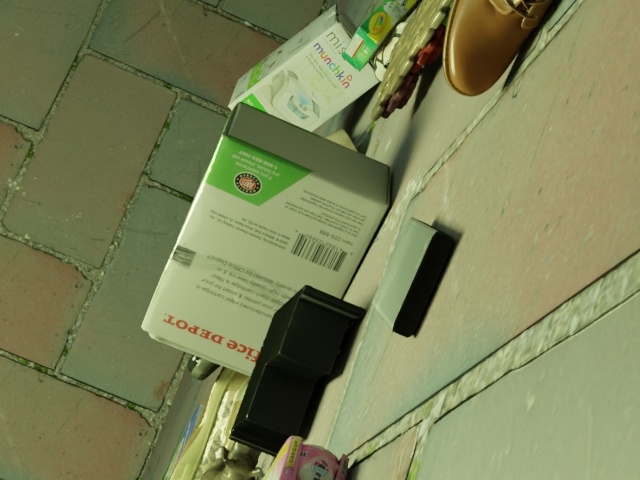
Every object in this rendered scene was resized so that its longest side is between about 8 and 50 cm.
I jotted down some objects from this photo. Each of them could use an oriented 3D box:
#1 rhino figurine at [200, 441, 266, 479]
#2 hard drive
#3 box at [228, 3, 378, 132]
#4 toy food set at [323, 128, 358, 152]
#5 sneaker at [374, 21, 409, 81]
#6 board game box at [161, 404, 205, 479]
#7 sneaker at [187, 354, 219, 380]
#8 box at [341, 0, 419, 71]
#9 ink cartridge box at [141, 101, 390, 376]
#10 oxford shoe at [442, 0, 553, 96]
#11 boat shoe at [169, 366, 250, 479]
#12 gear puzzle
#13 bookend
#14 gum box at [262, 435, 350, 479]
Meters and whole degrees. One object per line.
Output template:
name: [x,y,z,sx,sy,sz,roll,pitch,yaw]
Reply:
rhino figurine: [-0.116,0.305,1.523,0.243,0.073,0.106,-61,5,31]
hard drive: [0.081,0.031,1.131,0.135,0.022,0.094,-132,65,-82]
box: [-0.026,-0.276,2.143,0.231,0.127,0.262,-36,13,9]
toy food set: [-0.057,-0.081,1.973,0.219,0.092,0.306,-26,3,-5]
sneaker: [0.105,-0.270,1.849,0.109,0.040,0.044,119,168,-46]
board game box: [-0.242,0.469,1.958,0.319,0.065,0.318,-81,16,-64]
sneaker: [-0.142,0.077,1.707,0.227,0.130,0.087,-59,1,-28]
box: [0.110,-0.343,1.893,0.179,0.043,0.105,-48,0,-22]
ink cartridge box: [-0.069,0.010,1.542,0.121,0.211,0.289,-82,17,-62]
oxford shoe: [0.168,-0.213,1.087,0.076,0.076,0.212,-103,35,-60]
boat shoe: [-0.114,0.248,1.707,0.104,0.089,0.285,73,-139,-77]
gear puzzle: [0.164,-0.295,1.519,0.339,0.044,0.175,-56,11,43]
bookend: [-0.027,0.146,1.370,0.157,0.072,0.156,134,158,-68]
gum box: [-0.040,0.268,1.108,0.107,0.062,0.188,-75,11,-49]
